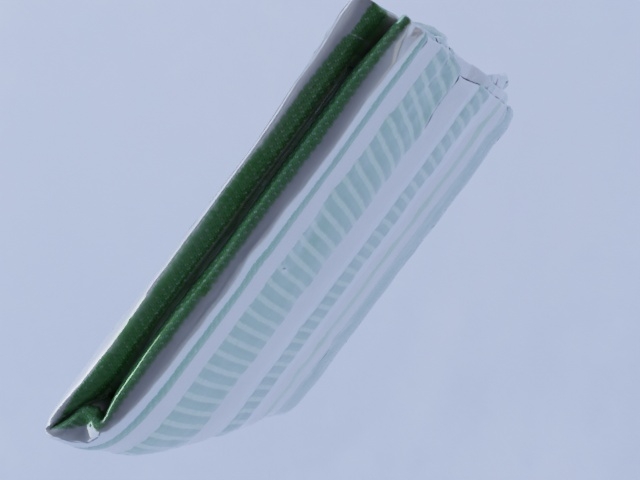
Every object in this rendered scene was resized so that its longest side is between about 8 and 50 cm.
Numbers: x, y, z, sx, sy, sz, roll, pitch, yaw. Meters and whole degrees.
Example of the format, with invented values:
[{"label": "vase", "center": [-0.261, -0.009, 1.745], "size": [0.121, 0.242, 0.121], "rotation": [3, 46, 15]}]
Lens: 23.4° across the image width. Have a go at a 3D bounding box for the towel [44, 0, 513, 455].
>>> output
[{"label": "towel", "center": [0.000, 0.000, 0.780], "size": [0.038, 0.325, 0.248], "rotation": [38, -82, 12]}]
